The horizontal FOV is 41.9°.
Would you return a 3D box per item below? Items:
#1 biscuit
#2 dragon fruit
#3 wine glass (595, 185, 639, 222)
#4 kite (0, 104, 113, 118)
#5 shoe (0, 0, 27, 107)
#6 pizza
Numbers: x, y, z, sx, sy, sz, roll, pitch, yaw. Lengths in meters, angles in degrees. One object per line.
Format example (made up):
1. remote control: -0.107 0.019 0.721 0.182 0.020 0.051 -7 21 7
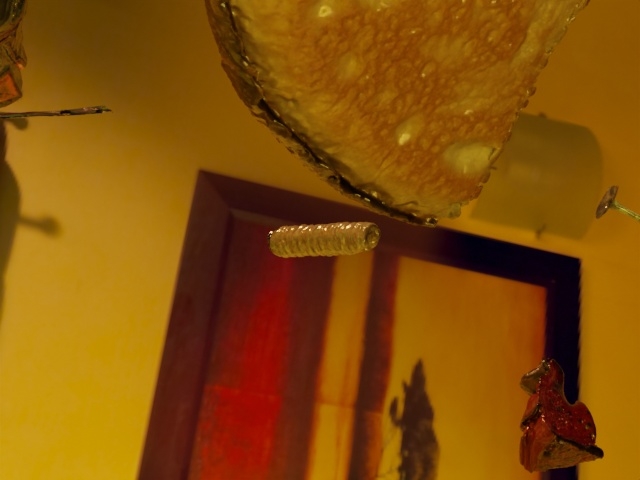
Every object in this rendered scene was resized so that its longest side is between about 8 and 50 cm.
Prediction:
1. biscuit: 0.000 0.000 1.373 0.219 0.061 0.055 -5 -67 39
2. dragon fruit: 0.360 0.249 1.274 0.192 0.123 0.092 -70 147 -51
3. wine glass: 0.525 -0.014 1.283 0.066 0.198 0.066 -62 180 0
4. kite: -0.289 -0.075 0.512 0.314 0.335 0.011 6 -77 52
5. shoe: -0.358 -0.201 0.843 0.336 0.132 0.171 32 -30 50
6. pizza: 0.058 -0.195 0.794 0.080 0.392 0.435 59 -43 44
